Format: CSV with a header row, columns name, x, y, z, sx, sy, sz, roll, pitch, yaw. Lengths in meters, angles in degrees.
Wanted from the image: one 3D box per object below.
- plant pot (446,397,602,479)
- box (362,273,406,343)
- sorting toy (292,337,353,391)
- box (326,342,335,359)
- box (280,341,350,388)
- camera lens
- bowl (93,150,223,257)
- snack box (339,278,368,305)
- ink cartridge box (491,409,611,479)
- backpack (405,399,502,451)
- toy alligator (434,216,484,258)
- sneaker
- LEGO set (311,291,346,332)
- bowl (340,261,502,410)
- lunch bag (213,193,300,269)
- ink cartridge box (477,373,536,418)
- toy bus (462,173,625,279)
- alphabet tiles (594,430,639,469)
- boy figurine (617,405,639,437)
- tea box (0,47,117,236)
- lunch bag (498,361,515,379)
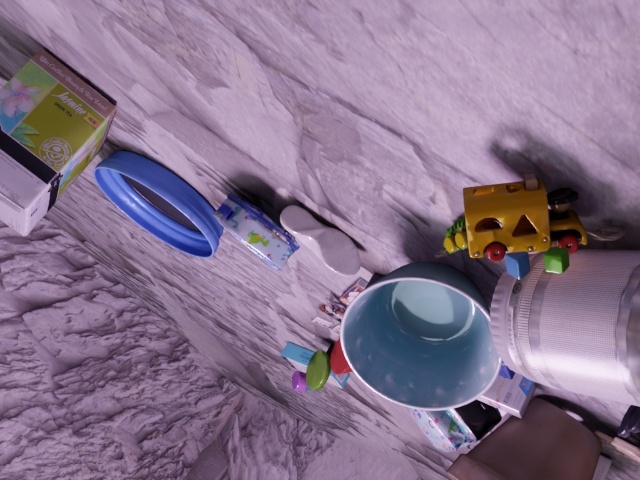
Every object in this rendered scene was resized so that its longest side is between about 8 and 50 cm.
name,x,y,z,sx,sy,sz,roll,pitch,yaw
plant pot,0.511,0.543,1.806,0.323,0.280,0.323,38,171,7
box,0.198,0.223,1.781,0.165,0.143,0.270,17,154,37
sorting toy,0.048,0.415,2.410,0.126,0.127,0.365,19,145,-25
box,0.056,0.382,2.477,0.083,0.052,0.062,30,159,6
box,-0.020,0.443,2.712,0.244,0.060,0.100,16,154,38
camera lens,0.419,0.122,1.119,0.219,0.219,0.274,44,156,-28
bowl,-0.434,-0.098,2.073,0.391,0.077,0.391,29,159,12
snack box,0.098,0.139,1.908,0.064,0.022,0.178,32,159,-2
ink cartridge box,0.566,0.562,2.044,0.353,0.119,0.207,29,160,13
backpack,0.339,0.437,1.995,0.225,0.191,0.253,51,172,13
toy alligator,0.242,-0.008,1.335,0.190,0.056,0.051,150,107,-69
sneaker,0.000,0.000,1.687,0.212,0.080,0.094,41,171,-3
LEGO set,0.086,0.218,2.108,0.183,0.060,0.244,21,161,-4
bowl,0.210,0.165,1.506,0.312,0.163,0.311,9,121,15
lunch bag,-0.154,-0.024,1.751,0.176,0.090,0.219,39,176,-21
ink cartridge box,0.435,0.353,1.805,0.122,0.088,0.052,20,159,31
toy bus,0.298,-0.040,1.087,0.191,0.202,0.104,18,125,51
alphabet tiles,0.763,0.521,1.716,0.278,0.021,0.284,24,170,47
boy figurine,0.746,0.427,1.524,0.285,0.092,0.177,34,157,7
tea box,-0.680,-0.220,1.797,0.220,0.323,0.329,38,160,-11
lunch bag,0.405,0.262,1.674,0.065,0.067,0.098,17,155,37
